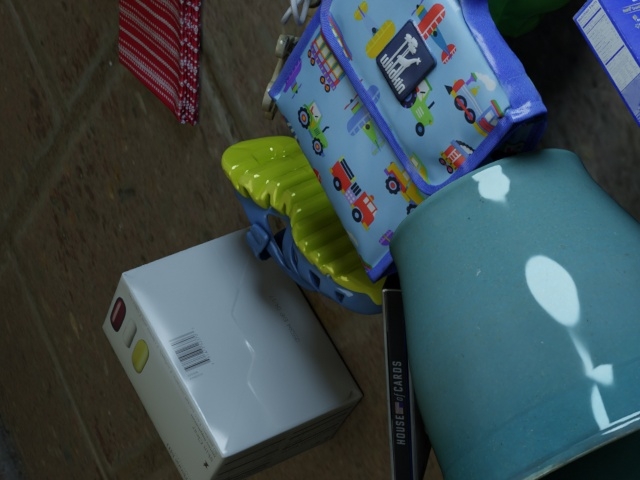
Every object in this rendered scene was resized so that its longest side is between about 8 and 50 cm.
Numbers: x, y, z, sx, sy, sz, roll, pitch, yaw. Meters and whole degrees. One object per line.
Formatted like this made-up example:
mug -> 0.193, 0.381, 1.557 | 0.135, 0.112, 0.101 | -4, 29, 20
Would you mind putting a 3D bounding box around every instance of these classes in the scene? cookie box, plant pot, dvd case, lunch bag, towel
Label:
cookie box -> 0.257, -0.145, 1.107 | 0.107, 0.091, 0.040 | 62, 147, 15
plant pot -> 0.187, 0.076, 1.206 | 0.255, 0.271, 0.272 | 66, 151, 22
dvd case -> 0.097, 0.112, 1.479 | 0.029, 0.179, 0.239 | 3, 117, 13
lunch bag -> 0.092, -0.136, 1.273 | 0.221, 0.138, 0.293 | 62, 153, 19
towel -> -0.213, -0.305, 1.870 | 0.199, 0.031, 0.275 | 44, 142, 40

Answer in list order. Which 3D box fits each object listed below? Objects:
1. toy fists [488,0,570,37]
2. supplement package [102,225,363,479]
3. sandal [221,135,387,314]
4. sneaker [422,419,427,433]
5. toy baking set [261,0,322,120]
toy fists -> 0.132, -0.311, 1.218 | 0.279, 0.096, 0.142 | 59, 162, 16
supplement package -> -0.114, 0.148, 1.799 | 0.262, 0.204, 0.145 | 58, 149, 19
sandal -> 0.000, 0.000, 1.617 | 0.317, 0.126, 0.138 | 46, 147, 51
sneaker -> 0.232, 0.235, 1.410 | 0.283, 0.107, 0.124 | 33, 162, 39
toy baking set -> -0.012, -0.232, 1.454 | 0.030, 0.197, 0.256 | 16, 131, 3
